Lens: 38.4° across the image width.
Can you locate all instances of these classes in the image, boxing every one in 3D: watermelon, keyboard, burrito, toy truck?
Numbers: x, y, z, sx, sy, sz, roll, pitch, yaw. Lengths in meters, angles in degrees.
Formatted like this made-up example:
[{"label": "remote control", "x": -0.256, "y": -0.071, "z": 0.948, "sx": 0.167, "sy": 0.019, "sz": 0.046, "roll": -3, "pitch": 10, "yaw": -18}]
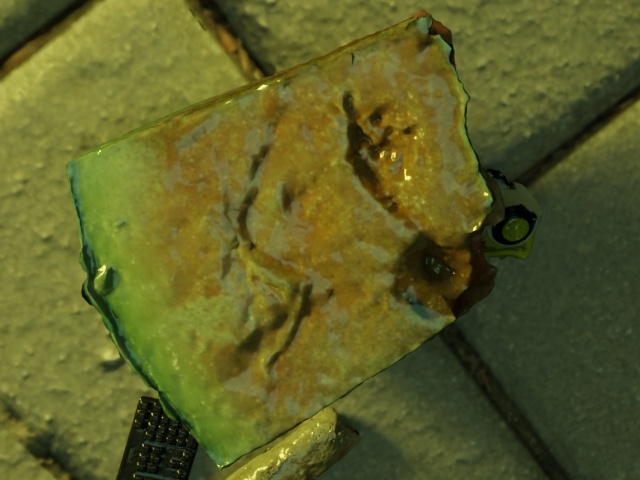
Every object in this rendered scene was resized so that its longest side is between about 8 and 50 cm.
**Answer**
[{"label": "watermelon", "x": -0.005, "y": -0.001, "z": 0.689, "sx": 0.302, "sy": 0.151, "sz": 0.264, "roll": -24, "pitch": 102, "yaw": 9}, {"label": "keyboard", "x": -0.155, "y": 0.234, "z": 0.802, "sx": 0.061, "sy": 0.013, "sz": 0.204, "roll": 15, "pitch": 101, "yaw": -15}, {"label": "burrito", "x": -0.043, "y": 0.209, "z": 0.802, "sx": 0.171, "sy": 0.042, "sz": 0.051, "roll": -36, "pitch": 98, "yaw": -1}, {"label": "toy truck", "x": 0.121, "y": -0.009, "z": 0.764, "sx": 0.111, "sy": 0.076, "sz": 0.077, "roll": -4, "pitch": 125, "yaw": -9}]
